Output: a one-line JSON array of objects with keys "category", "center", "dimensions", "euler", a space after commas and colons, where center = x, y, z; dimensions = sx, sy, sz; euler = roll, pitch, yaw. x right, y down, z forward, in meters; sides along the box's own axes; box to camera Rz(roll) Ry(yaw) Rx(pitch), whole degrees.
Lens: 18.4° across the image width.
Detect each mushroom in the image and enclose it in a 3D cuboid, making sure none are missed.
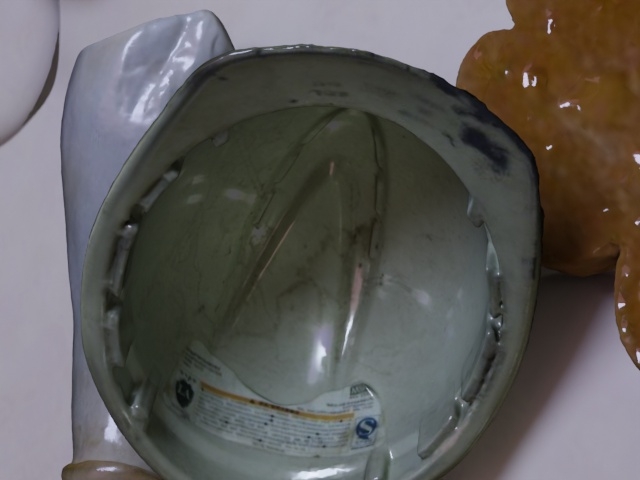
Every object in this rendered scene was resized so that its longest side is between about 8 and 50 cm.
[{"category": "mushroom", "center": [-0.086, 0.016, 1.033], "dimensions": [0.103, 0.118, 0.270], "euler": [4, 93, 6]}]

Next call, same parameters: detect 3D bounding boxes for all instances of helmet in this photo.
[{"category": "helmet", "center": [0.002, -0.005, 0.928], "dimensions": [0.137, 0.204, 0.258], "euler": [-78, 8, -57]}]

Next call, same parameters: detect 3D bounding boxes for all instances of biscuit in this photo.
[{"category": "biscuit", "center": [0.176, -0.032, 0.850], "dimensions": [0.288, 0.044, 0.202], "euler": [35, 107, 40]}]
